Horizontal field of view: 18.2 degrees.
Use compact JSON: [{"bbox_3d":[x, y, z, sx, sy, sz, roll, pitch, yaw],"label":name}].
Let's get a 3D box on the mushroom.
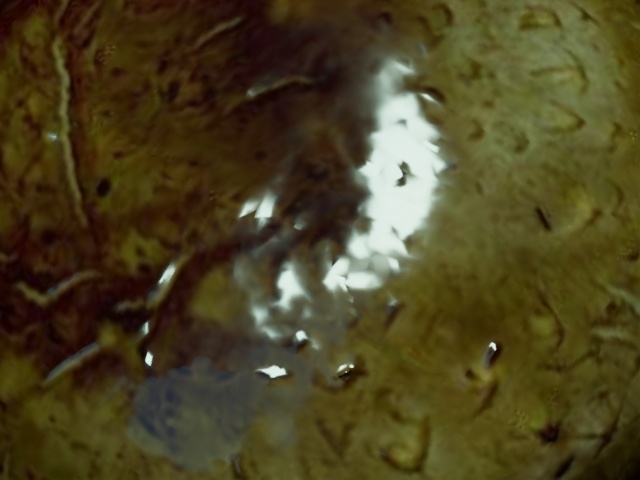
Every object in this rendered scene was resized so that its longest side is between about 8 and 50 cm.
[{"bbox_3d":[-0.007,-0.006,0.754,0.345,0.239,0.345,1,92,33],"label":"mushroom"}]
